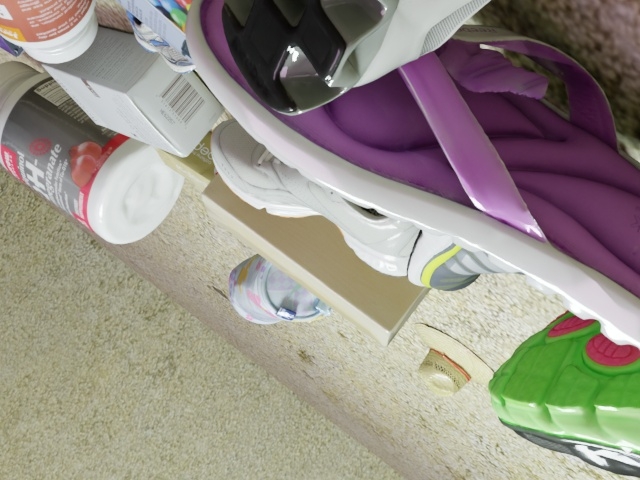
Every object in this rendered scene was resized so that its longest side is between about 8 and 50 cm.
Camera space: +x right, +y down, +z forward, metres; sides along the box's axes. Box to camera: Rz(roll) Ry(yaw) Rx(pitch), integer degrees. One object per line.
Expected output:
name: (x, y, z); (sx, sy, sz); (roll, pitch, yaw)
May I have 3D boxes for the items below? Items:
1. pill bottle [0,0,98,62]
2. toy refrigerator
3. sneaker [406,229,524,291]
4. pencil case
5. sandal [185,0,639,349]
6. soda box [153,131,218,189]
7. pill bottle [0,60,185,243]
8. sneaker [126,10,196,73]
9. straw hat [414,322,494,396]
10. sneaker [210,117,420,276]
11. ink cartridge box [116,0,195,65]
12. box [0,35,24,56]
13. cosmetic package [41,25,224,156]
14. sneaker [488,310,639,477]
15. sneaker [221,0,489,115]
pill bottle: (-0.300, -0.274, 1.106); (0.121, 0.121, 0.216); (35, 166, 15)
toy refrigerator: (0.000, 0.000, 1.256); (0.269, 0.102, 0.094); (36, 166, 10)
sneaker: (0.144, -0.005, 0.860); (0.121, 0.111, 0.300); (24, 171, 7)
pencil case: (-0.059, 0.069, 1.617); (0.124, 0.113, 0.273); (21, 170, -14)
sandal: (0.120, -0.067, 0.650); (0.416, 0.169, 0.102); (30, 136, -4)
soda box: (-0.130, -0.091, 1.393); (0.181, 0.058, 0.061); (32, 165, 24)
pill bottle: (-0.368, -0.143, 1.596); (0.318, 0.176, 0.176); (32, 165, 25)
sneaker: (-0.154, -0.211, 1.083); (0.135, 0.052, 0.058); (27, 158, 41)
straw hat: (0.170, 0.181, 1.486); (0.144, 0.061, 0.144); (37, 166, 11)
sneaker: (0.003, -0.071, 1.070); (0.262, 0.099, 0.121); (27, 156, 17)
ink cartridge box: (-0.126, -0.229, 0.932); (0.311, 0.065, 0.186); (41, 166, -4)
box: (-0.398, -0.331, 1.210); (0.153, 0.108, 0.207); (32, 165, 29)
cosmetic package: (-0.230, -0.185, 1.298); (0.231, 0.085, 0.117); (21, 157, 50)
sneaker: (0.292, 0.153, 0.755); (0.483, 0.185, 0.202); (14, 134, 63)
sneaker: (0.070, -0.190, 0.470); (0.122, 0.146, 0.330); (61, 148, 14)
